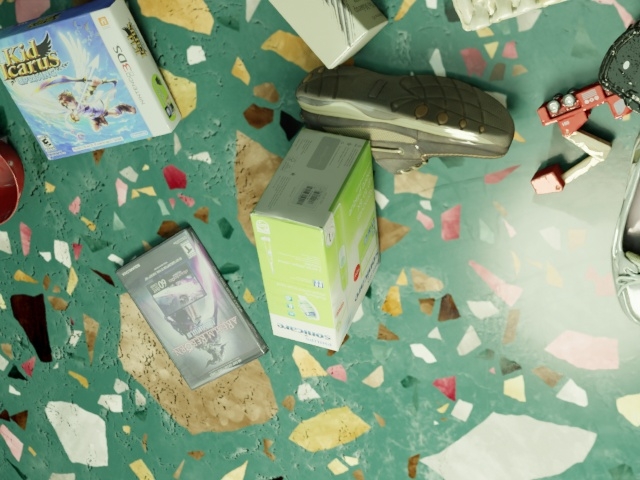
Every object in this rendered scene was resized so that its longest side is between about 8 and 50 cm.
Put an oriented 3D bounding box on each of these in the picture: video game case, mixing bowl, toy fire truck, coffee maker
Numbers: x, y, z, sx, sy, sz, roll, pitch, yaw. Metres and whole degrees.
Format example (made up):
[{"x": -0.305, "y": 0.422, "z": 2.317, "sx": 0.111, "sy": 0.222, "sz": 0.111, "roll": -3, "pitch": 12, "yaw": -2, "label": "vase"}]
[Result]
[{"x": -0.242, "y": 0.131, "z": 2.040, "sx": 0.196, "sy": 0.026, "sz": 0.274, "roll": -29, "pitch": 96, "yaw": 30, "label": "video game case"}, {"x": -0.629, "y": -0.127, "z": 2.058, "sx": 0.181, "sy": 0.098, "sz": 0.181, "roll": 7, "pitch": 119, "yaw": 13, "label": "mixing bowl"}, {"x": 0.391, "y": -0.159, "z": 1.631, "sx": 0.192, "sy": 0.047, "sz": 0.135, "roll": -20, "pitch": 101, "yaw": 28, "label": "toy fire truck"}, {"x": 0.475, "y": -0.226, "z": 1.491, "sx": 0.120, "sy": 0.178, "sz": 0.171, "roll": -32, "pitch": 92, "yaw": 33, "label": "coffee maker"}, {"x": -0.412, "y": -0.275, "z": 1.886, "sx": 0.269, "sy": 0.061, "sz": 0.244, "roll": -10, "pitch": 122, "yaw": 23, "label": "video game case"}]

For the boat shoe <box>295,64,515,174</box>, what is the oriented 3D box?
[{"x": 0.132, "y": -0.180, "z": 1.708, "sx": 0.355, "sy": 0.132, "sz": 0.130, "roll": 17, "pitch": 136, "yaw": 23, "label": "boat shoe"}]

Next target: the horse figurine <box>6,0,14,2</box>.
[{"x": -0.626, "y": -0.515, "z": 1.932, "sx": 0.263, "sy": 0.066, "sz": 0.174, "roll": 16, "pitch": 122, "yaw": 20, "label": "horse figurine"}]

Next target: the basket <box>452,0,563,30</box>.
[{"x": 0.310, "y": -0.481, "z": 1.417, "sx": 0.328, "sy": 0.266, "sz": 0.331, "roll": -14, "pitch": 102, "yaw": 29, "label": "basket"}]

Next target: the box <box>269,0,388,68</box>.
[{"x": -0.028, "y": -0.403, "z": 1.685, "sx": 0.275, "sy": 0.113, "sz": 0.094, "roll": 48, "pitch": 120, "yaw": -1, "label": "box"}]

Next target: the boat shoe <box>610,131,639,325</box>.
[{"x": 0.490, "y": -0.012, "z": 1.613, "sx": 0.118, "sy": 0.103, "sz": 0.320, "roll": 11, "pitch": 114, "yaw": 20, "label": "boat shoe"}]

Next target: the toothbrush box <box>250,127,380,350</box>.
[{"x": 0.000, "y": 0.000, "z": 1.721, "sx": 0.122, "sy": 0.206, "sz": 0.283, "roll": 14, "pitch": 139, "yaw": 18, "label": "toothbrush box"}]
